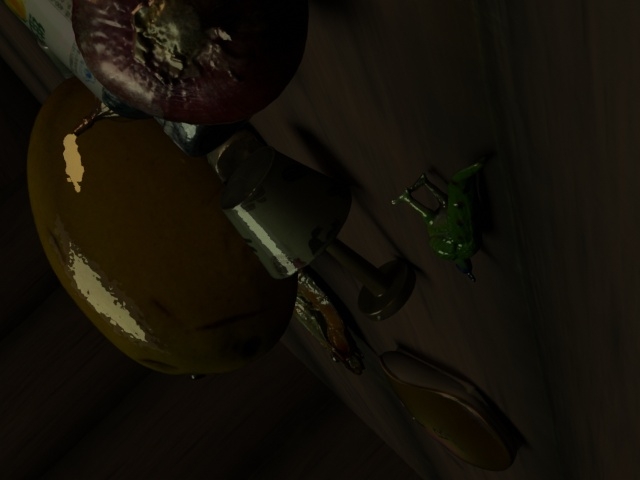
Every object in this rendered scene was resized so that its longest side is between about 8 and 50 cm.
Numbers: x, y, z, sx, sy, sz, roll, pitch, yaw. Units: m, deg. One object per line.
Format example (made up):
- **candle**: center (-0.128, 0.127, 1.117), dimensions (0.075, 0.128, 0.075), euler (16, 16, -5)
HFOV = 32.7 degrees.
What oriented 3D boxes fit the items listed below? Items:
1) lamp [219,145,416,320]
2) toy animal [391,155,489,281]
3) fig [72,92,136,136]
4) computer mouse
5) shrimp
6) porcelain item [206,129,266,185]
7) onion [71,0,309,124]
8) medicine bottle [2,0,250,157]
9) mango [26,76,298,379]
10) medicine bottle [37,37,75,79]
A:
- **lamp**: center (0.000, 0.000, 1.121), dimensions (0.215, 0.121, 0.121), euler (41, 174, -27)
- **toy animal**: center (0.092, -0.030, 0.822), dimensions (0.075, 0.041, 0.217), euler (41, 166, 20)
- **fig**: center (-0.216, -0.190, 1.230), dimensions (0.119, 0.153, 0.119), euler (166, 90, -86)
- **computer mouse**: center (0.169, 0.235, 1.529), dimensions (0.158, 0.072, 0.310), euler (51, 171, -16)
- **shrimp**: center (0.006, 0.128, 1.835), dimensions (0.154, 0.062, 0.294), euler (23, 154, 54)
- **porcelain item**: center (-0.142, -0.138, 1.353), dimensions (0.216, 0.069, 0.081), euler (44, 177, 45)
- **onion**: center (-0.079, -0.161, 0.743), dimensions (0.159, 0.159, 0.195), euler (48, -159, -10)
- **medicine bottle**: center (-0.175, -0.205, 0.938), dimensions (0.293, 0.141, 0.141), euler (44, 171, 8)
- **mango**: center (-0.213, -0.024, 1.448), dimensions (0.445, 0.301, 0.220), euler (59, 163, -10)
- **medicine bottle**: center (-0.428, -0.302, 1.922), dimensions (0.058, 0.057, 0.199), euler (41, 169, 30)
